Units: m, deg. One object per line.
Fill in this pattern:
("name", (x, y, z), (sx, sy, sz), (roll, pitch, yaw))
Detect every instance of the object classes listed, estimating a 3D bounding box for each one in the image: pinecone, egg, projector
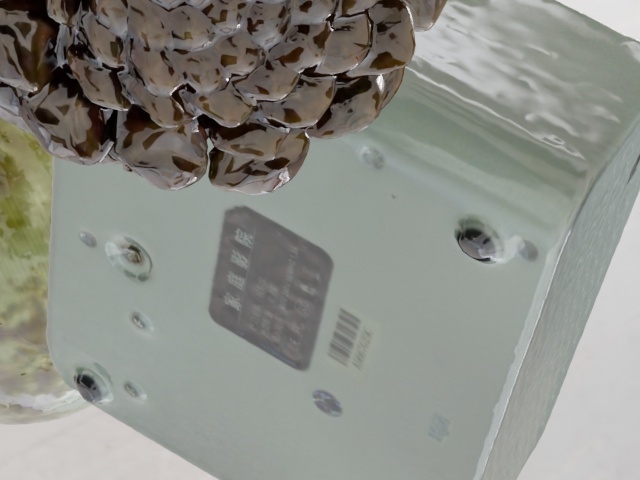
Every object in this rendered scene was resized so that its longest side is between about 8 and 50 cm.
("pinecone", (-0.036, -0.082, 0.474), (0.140, 0.121, 0.140), (-6, 102, -29))
("egg", (-0.219, -0.014, 1.270), (0.238, 0.238, 0.289), (-35, 113, -35))
("projector", (0.000, 0.000, 0.708), (0.108, 0.198, 0.250), (-50, 162, -37))
